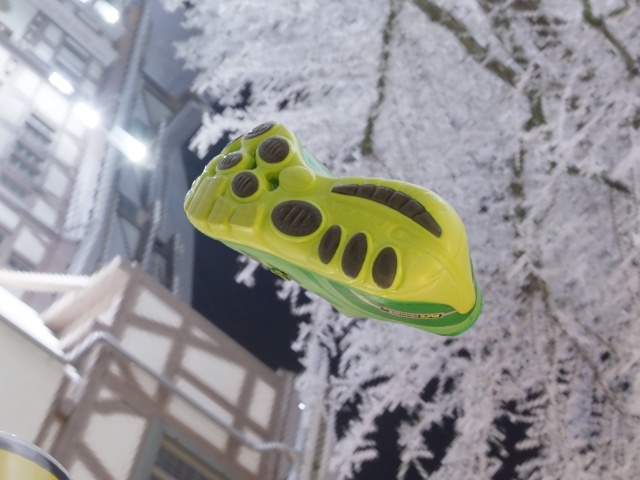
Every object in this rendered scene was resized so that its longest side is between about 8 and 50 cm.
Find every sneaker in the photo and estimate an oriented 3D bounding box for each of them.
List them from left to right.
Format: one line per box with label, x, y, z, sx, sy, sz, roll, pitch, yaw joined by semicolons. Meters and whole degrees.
sneaker;0.000;0.000;0.778;0.109;0.123;0.295;-46;-140;-13

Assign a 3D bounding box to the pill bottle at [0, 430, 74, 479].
pill bottle;-0.126;0.146;0.336;0.103;0.103;0.184;-46;-158;9
